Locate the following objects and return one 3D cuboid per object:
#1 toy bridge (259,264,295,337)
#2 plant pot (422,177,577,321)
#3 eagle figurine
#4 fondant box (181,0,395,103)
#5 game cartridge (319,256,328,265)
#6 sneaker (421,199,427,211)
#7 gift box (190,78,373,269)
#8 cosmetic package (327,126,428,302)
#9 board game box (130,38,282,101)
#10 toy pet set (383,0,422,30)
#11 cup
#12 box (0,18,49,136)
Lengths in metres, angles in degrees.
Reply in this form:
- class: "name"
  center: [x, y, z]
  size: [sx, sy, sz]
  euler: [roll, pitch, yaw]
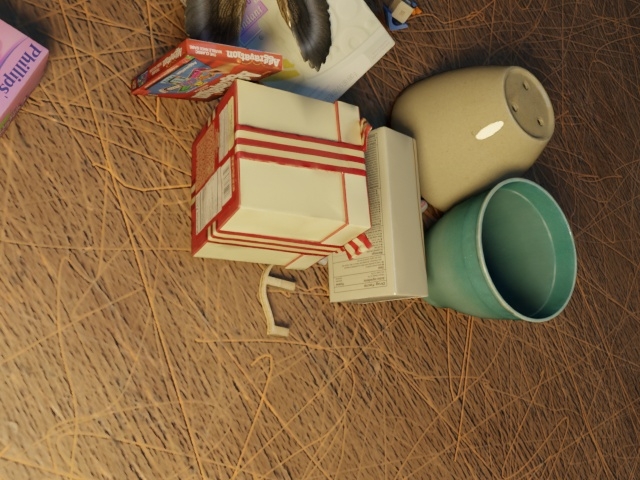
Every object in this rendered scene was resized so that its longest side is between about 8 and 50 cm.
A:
- class: "toy bridge"
  center: [-0.078, 0.079, 1.069]
  size: [0.063, 0.026, 0.188]
  euler: [16, 70, -27]
- class: "plant pot"
  center: [0.325, 0.036, 1.194]
  size: [0.271, 0.255, 0.272]
  euler: [7, 77, -31]
- class: "eagle figurine"
  center: [-0.094, -0.432, 0.924]
  size: [0.226, 0.298, 0.225]
  euler: [26, 47, 19]
- class: "fondant box"
  center: [-0.061, -0.403, 1.066]
  size: [0.238, 0.096, 0.330]
  euler: [-44, 110, 0]
- class: "game cartridge"
  center: [0.000, 0.000, 1.142]
  size: [0.056, 0.017, 0.083]
  euler: [29, 66, -20]
- class: "sneaker"
  center: [0.168, -0.075, 1.241]
  size: [0.134, 0.051, 0.070]
  euler: [-28, 100, -29]
- class: "gift box"
  center: [-0.051, -0.091, 0.965]
  size: [0.258, 0.276, 0.255]
  euler: [7, 72, -30]
- class: "cosmetic package"
  center: [0.101, -0.040, 1.118]
  size: [0.113, 0.160, 0.310]
  euler: [7, 77, -47]
- class: "board game box"
  center: [-0.189, -0.258, 0.921]
  size: [0.145, 0.281, 0.027]
  euler: [-3, 94, -32]
- class: "toy pet set"
  center: [0.173, -0.529, 1.353]
  size: [0.122, 0.065, 0.114]
  euler: [22, 34, -30]
- class: "cup"
  center: [0.352, -0.245, 1.266]
  size: [0.331, 0.237, 0.331]
  euler: [12, 68, -32]
- class: "box"
  center: [-0.542, -0.228, 0.791]
  size: [0.243, 0.117, 0.214]
  euler: [33, 64, -23]
